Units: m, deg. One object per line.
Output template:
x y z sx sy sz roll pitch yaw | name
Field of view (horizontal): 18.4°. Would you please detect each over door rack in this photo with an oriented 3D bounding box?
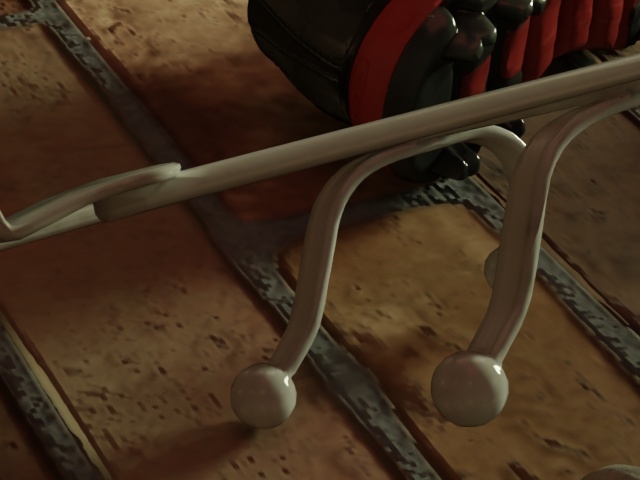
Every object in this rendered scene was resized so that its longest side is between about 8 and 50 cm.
0.000 0.000 0.525 0.324 0.108 0.239 -3 -5 -34 | over door rack

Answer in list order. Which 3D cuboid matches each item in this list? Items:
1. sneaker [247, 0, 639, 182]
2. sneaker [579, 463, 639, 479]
0.075 -0.124 0.834 0.135 0.097 0.276 29 43 28 | sneaker
0.049 0.118 0.460 0.099 0.121 0.262 23 38 25 | sneaker
